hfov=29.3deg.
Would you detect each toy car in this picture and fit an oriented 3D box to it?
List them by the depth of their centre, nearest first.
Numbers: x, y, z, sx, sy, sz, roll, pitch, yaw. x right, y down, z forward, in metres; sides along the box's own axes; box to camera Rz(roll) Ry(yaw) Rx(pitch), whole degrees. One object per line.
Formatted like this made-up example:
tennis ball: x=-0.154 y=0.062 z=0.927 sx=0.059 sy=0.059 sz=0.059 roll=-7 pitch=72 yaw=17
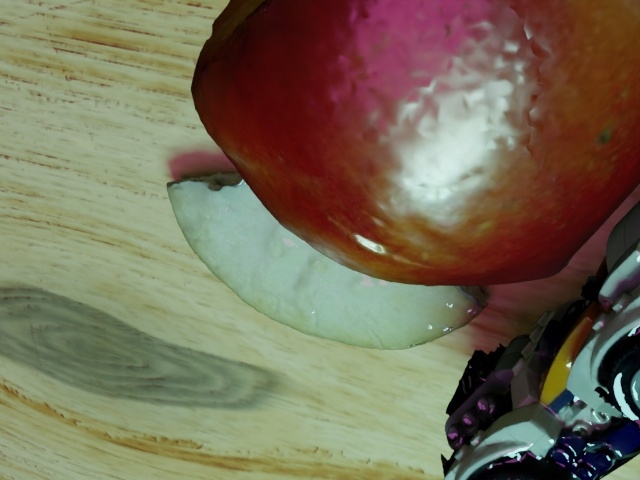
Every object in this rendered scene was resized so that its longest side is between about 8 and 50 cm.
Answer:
toy car: x=0.175 y=0.082 z=0.780 sx=0.118 sy=0.193 sz=0.301 roll=40 pitch=132 yaw=0

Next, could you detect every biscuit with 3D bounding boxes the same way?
biscuit: x=0.000 y=0.000 z=0.921 sx=0.265 sy=0.040 sz=0.188 roll=17 pitch=129 yaw=18

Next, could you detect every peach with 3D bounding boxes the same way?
peach: x=0.077 y=-0.138 z=0.639 sx=0.281 sy=0.281 sz=0.338 roll=23 pitch=133 yaw=14
